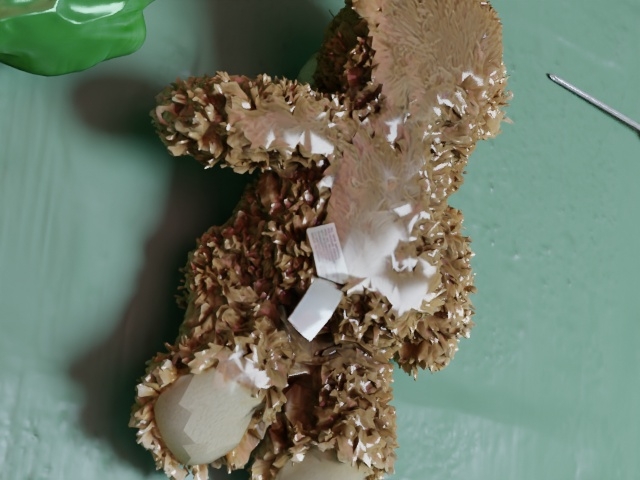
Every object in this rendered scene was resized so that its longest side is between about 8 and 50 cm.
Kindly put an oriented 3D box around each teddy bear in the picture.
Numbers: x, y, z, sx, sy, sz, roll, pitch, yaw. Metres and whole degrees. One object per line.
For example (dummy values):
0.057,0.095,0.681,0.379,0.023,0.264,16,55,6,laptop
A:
0.000,0.000,0.976,0.245,0.113,0.338,11,81,-29,teddy bear

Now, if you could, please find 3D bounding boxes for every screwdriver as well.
0.231,-0.084,1.216,0.170,0.025,0.024,29,63,-31,screwdriver

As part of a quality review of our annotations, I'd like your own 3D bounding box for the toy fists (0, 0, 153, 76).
-0.164,-0.225,0.892,0.142,0.096,0.279,-15,91,-30,toy fists
